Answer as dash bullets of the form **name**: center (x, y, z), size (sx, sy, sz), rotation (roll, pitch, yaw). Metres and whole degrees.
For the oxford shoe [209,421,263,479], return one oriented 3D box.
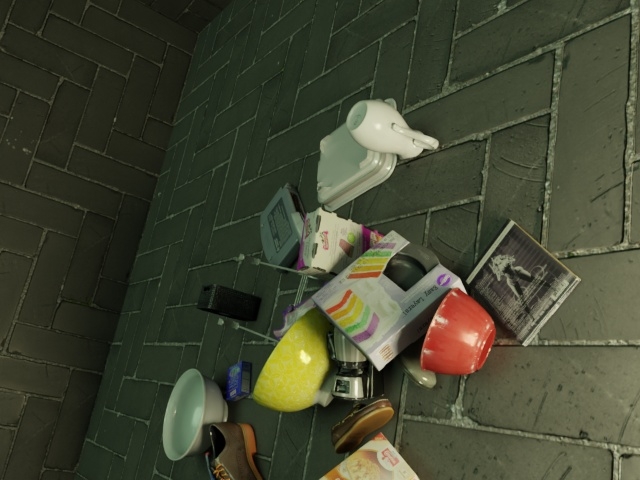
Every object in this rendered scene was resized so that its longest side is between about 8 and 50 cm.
- **oxford shoe**: center (-0.250, 0.680, 1.723), size (0.130, 0.133, 0.363), rotation (-54, 34, 22)

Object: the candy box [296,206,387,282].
- **candy box**: center (0.062, 0.032, 1.533), size (0.071, 0.234, 0.159), rotation (-20, 55, 51)

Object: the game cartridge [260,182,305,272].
- **game cartridge**: center (-0.125, -0.038, 2.043), size (0.198, 0.062, 0.297), rotation (-55, 33, 29)

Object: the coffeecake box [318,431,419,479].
- **coffeecake box**: center (0.099, 0.514, 1.259), size (0.186, 0.068, 0.142), rotation (-34, 30, -11)

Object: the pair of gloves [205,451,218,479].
- **pair of gloves**: center (-0.311, 0.726, 1.811), size (0.198, 0.023, 0.159), rotation (93, 158, -57)

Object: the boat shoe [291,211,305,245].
- **boat shoe**: center (0.000, 0.000, 1.782), size (0.102, 0.108, 0.301), rotation (-23, 37, -10)

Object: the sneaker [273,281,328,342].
- **sneaker**: center (-0.048, 0.203, 1.679), size (0.105, 0.095, 0.236), rotation (34, 88, 18)

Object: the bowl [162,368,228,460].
- **bowl**: center (-0.399, 0.584, 2.013), size (0.298, 0.134, 0.297), rotation (-34, 46, 44)

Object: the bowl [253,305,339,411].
- **bowl**: center (-0.021, 0.327, 1.527), size (0.156, 0.289, 0.289), rotation (32, 103, 16)

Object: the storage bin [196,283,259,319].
- **storage bin**: center (-0.312, 0.212, 2.056), size (0.122, 0.180, 0.084), rotation (-9, 65, 55)

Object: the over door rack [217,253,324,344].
- **over door rack**: center (-0.139, 0.186, 1.847), size (0.324, 0.108, 0.239), rotation (12, 82, 38)

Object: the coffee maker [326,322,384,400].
- **coffee maker**: center (0.103, 0.278, 1.427), size (0.120, 0.171, 0.178), rotation (-3, 86, 63)

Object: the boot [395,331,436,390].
- **boot**: center (0.232, 0.188, 1.331), size (0.161, 0.083, 0.246), rotation (-44, 40, 26)

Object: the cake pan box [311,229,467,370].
- **cake pan box**: center (0.148, 0.120, 1.332), size (0.267, 0.070, 0.246), rotation (-38, 42, -8)

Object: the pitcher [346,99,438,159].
- **pitcher**: center (0.186, -0.280, 1.557), size (0.178, 0.207, 0.125), rotation (10, 81, 57)

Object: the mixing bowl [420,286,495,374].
- **mixing bowl**: center (0.281, 0.193, 1.191), size (0.098, 0.181, 0.181), rotation (22, 91, 26)

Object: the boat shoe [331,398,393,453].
- **boat shoe**: center (0.089, 0.419, 1.414), size (0.207, 0.073, 0.073), rotation (-47, 39, 31)

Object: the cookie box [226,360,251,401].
- **cookie box**: center (-0.266, 0.458, 1.971), size (0.092, 0.040, 0.107), rotation (-35, 44, 42)

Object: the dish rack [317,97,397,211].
- **dish rack**: center (0.093, -0.263, 1.824), size (0.333, 0.072, 0.285), rotation (-30, 49, 48)

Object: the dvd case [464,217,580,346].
- **dvd case**: center (0.391, 0.078, 1.205), size (0.164, 0.018, 0.221), rotation (-58, 33, 19)
